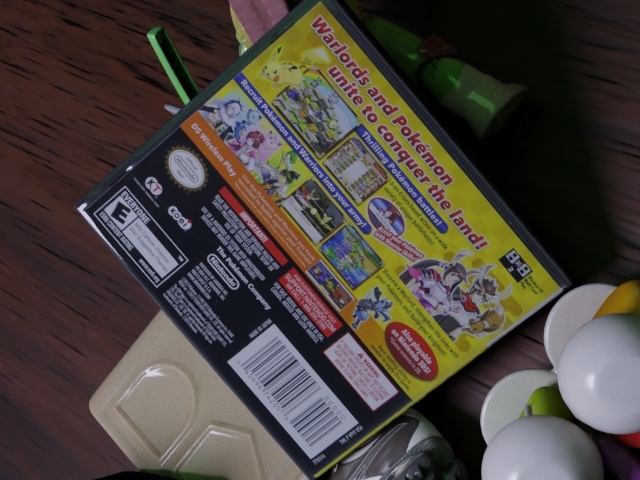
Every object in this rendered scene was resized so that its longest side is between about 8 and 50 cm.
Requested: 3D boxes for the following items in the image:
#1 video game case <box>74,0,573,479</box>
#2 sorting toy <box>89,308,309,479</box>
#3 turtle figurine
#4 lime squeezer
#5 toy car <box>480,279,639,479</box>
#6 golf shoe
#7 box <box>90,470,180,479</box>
[{"bbox_3d":[0.000,0.000,0.878,0.248,0.035,0.275,-39,93,15],"label":"video game case"},{"bbox_3d":[-0.045,0.095,1.026,0.307,0.041,0.229,-51,58,7],"label":"sorting toy"},{"bbox_3d":[0.025,-0.148,0.985,0.266,0.274,0.198,43,69,11],"label":"turtle figurine"},{"bbox_3d":[-0.033,-0.034,0.950,0.310,0.110,0.059,43,76,-3],"label":"lime squeezer"},{"bbox_3d":[0.191,0.123,0.796,0.136,0.159,0.182,35,102,-1],"label":"toy car"},{"bbox_3d":[0.032,0.213,0.928,0.198,0.077,0.094,-48,34,19],"label":"golf shoe"},{"bbox_3d":[-0.177,0.306,0.965,0.108,0.153,0.207,0,95,41],"label":"box"}]
